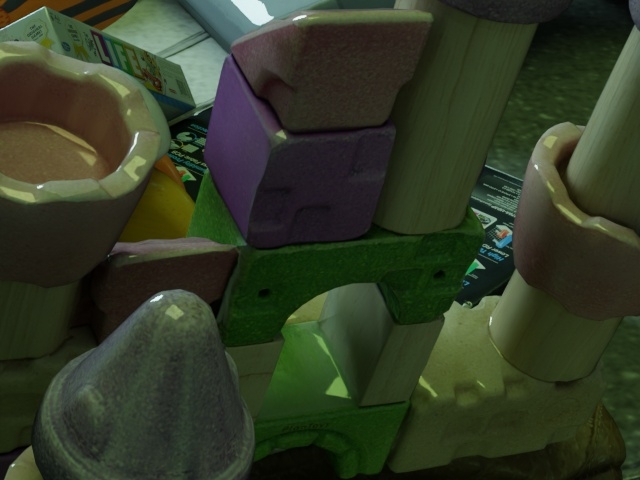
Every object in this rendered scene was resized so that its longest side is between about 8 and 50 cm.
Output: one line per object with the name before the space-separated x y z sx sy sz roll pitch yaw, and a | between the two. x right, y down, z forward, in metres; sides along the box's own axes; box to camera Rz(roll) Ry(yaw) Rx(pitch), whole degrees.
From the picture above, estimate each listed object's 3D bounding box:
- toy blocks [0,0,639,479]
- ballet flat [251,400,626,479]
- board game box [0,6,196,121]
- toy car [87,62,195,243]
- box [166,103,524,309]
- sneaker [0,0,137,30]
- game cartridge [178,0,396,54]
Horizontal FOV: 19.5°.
toy blocks | 0.004 -0.031 0.578 0.288 0.260 0.309 -5 45 -26
ballet flat | -0.035 0.095 0.687 0.342 0.116 0.124 -17 71 -31
board game box | -0.139 -0.067 0.922 0.103 0.026 0.154 -25 -13 15
toy car | -0.143 -0.006 0.826 0.182 0.159 0.136 -2 22 -8
box | 0.000 0.000 0.925 0.220 0.051 0.175 24 38 30
sneaker | -0.232 -0.090 1.006 0.321 0.125 0.180 -17 40 -11
game cartridge | 0.051 -0.214 1.167 0.294 0.060 0.196 -33 45 -8
